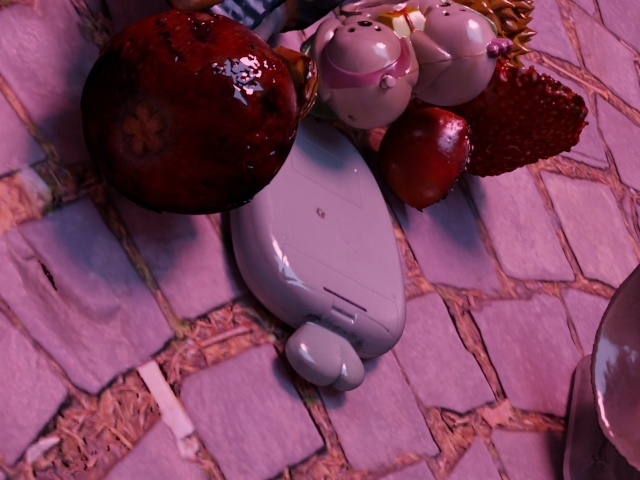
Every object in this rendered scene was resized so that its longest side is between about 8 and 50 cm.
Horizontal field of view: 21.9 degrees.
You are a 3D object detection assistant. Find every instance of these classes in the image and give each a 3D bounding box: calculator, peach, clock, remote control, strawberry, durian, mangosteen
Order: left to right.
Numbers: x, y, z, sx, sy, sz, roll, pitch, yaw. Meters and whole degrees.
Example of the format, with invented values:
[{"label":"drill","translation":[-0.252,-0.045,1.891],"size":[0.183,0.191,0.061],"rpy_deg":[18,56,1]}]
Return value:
[{"label":"mangosteen","translation":[-0.089,-0.095,1.256],"size":[0.180,0.166,0.166],"rpy_deg":[-3,62,-58]},{"label":"calculator","translation":[0.000,0.000,1.388],"size":[0.184,0.042,0.295],"rpy_deg":[29,39,-34]},{"label":"clock","translation":[0.068,-0.160,1.471],"size":[0.231,0.144,0.103],"rpy_deg":[-21,108,-25]},{"label":"peach","translation":[0.092,-0.082,1.540],"size":[0.061,0.098,0.098],"rpy_deg":[23,43,-36]},{"label":"durian","translation":[0.165,-0.234,1.765],"size":[0.260,0.153,0.187],"rpy_deg":[-58,133,-48]},{"label":"strawberry","translation":[0.151,-0.120,1.586],"size":[0.167,0.208,0.087],"rpy_deg":[41,74,-12]},{"label":"remote control","translation":[0.278,0.192,1.558],"size":[0.104,0.052,0.247],"rpy_deg":[47,31,-18]}]

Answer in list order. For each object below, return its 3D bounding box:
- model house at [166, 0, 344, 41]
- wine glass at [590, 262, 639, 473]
[{"label":"model house","translation":[-0.051,-0.239,1.370],"size":[0.184,0.253,0.291],"rpy_deg":[47,38,-13]},{"label":"wine glass","translation":[0.449,0.185,1.555],"size":[0.406,0.267,0.267],"rpy_deg":[42,31,-47]}]
